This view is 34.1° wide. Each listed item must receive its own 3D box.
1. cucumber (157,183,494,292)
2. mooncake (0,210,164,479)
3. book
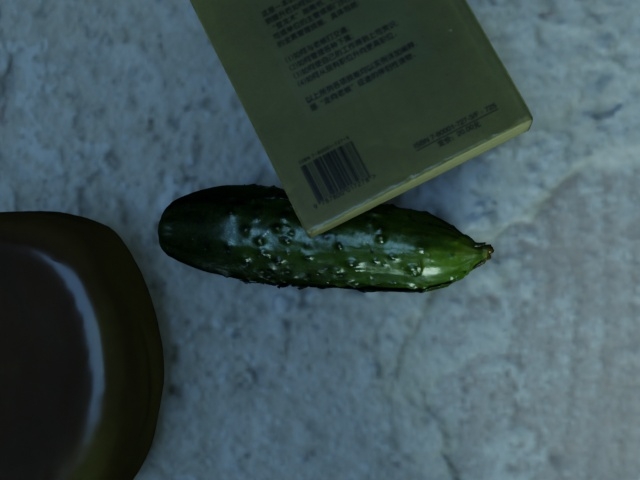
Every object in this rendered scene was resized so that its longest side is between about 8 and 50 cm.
[{"bbox_3d":[0.000,0.000,0.691,0.227,0.069,0.069,6,93,14],"label":"cucumber"},{"bbox_3d":[-0.216,0.082,0.731,0.234,0.117,0.235,0,90,15],"label":"mooncake"},{"bbox_3d":[0.011,-0.134,0.673,0.161,0.026,0.231,-27,75,3],"label":"book"}]
